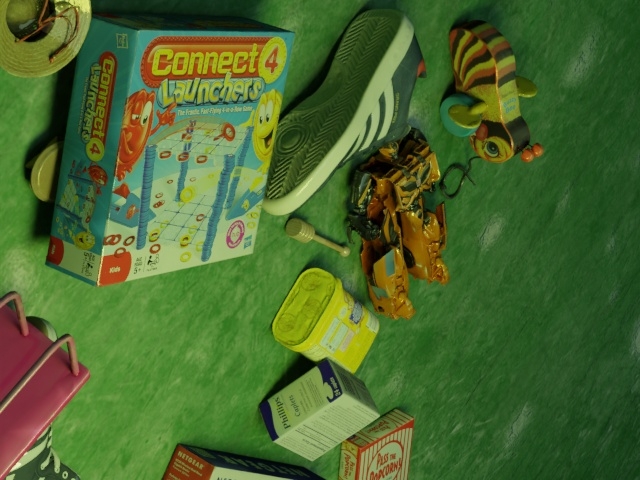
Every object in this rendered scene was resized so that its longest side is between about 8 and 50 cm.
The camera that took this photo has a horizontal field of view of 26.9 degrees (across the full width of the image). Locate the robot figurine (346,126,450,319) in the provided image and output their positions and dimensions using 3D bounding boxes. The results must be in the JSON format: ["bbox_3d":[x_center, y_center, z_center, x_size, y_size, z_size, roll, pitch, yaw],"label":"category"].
[{"bbox_3d":[0.130,-0.031,2.086,0.211,0.085,0.291,-41,137,-36],"label":"robot figurine"}]

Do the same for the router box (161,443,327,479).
[{"bbox_3d":[-0.144,0.478,2.024,0.335,0.082,0.301,25,89,-54],"label":"router box"}]

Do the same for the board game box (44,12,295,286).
[{"bbox_3d":[-0.176,-0.117,1.628,0.308,0.086,0.302,-13,119,-55],"label":"board game box"}]

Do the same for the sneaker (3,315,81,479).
[{"bbox_3d":[-0.348,0.225,1.618,0.153,0.099,0.282,13,103,-51],"label":"sneaker"}]

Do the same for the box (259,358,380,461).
[{"bbox_3d":[-0.002,0.260,2.044,0.137,0.072,0.126,-35,144,12],"label":"box"}]

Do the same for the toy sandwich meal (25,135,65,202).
[{"bbox_3d":[-0.307,-0.085,1.563,0.085,0.029,0.086,-27,131,-36],"label":"toy sandwich meal"}]

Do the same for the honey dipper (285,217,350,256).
[{"bbox_3d":[0.000,0.000,1.994,0.160,0.030,0.030,27,87,-58],"label":"honey dipper"}]

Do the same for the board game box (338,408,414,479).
[{"bbox_3d":[0.092,0.404,2.309,0.146,0.045,0.193,-22,125,-43],"label":"board game box"}]

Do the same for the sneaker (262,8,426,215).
[{"bbox_3d":[0.045,-0.153,1.875,0.350,0.131,0.148,-54,138,-17],"label":"sneaker"}]

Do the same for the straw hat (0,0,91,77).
[{"bbox_3d":[-0.319,-0.245,1.432,0.144,0.061,0.144,-33,136,-39],"label":"straw hat"}]

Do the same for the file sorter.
[{"bbox_3d":[-0.399,0.095,1.281,0.202,0.290,0.182,-51,173,-21],"label":"file sorter"}]

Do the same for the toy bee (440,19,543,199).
[{"bbox_3d":[0.286,-0.196,2.130,0.195,0.162,0.298,-48,140,-26],"label":"toy bee"}]

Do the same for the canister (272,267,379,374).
[{"bbox_3d":[0.012,0.131,2.040,0.126,0.073,0.170,-60,145,-9],"label":"canister"}]
